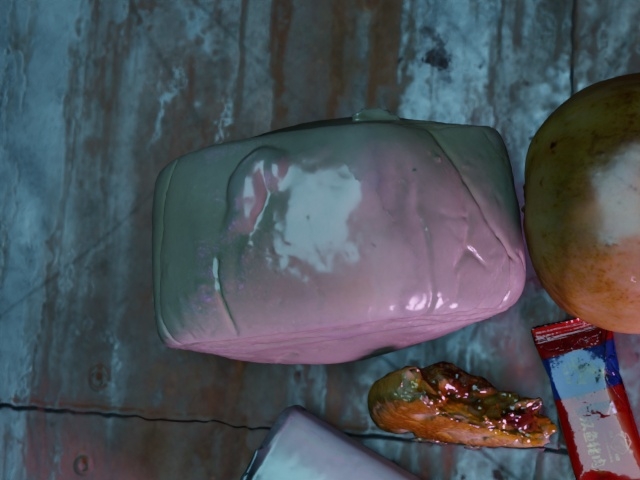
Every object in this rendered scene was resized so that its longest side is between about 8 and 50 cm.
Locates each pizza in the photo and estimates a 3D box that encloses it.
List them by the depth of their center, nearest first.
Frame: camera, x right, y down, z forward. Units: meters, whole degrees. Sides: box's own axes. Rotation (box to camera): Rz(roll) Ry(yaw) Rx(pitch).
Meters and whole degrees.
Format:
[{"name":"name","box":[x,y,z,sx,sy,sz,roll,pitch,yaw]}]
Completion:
[{"name":"pizza","box":[0.147,0.165,1.593,0.194,0.154,0.069,11,69,-6]}]

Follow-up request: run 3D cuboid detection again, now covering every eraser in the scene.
[{"name":"eraser","box":[0.047,0.318,1.600,0.290,0.104,0.189,30,90,14]}]

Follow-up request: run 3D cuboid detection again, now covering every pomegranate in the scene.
[{"name":"pomegranate","box":[0.327,-0.039,1.496,0.270,0.229,0.252,-4,85,8]}]

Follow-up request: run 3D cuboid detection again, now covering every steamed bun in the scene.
[{"name":"steamed bun","box":[0.003,-0.001,1.569,0.383,0.236,0.247,-7,85,14]}]

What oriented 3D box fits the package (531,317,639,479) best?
[{"name":"package","box":[0.278,0.175,1.596,0.083,0.022,0.200,-16,84,12]}]
